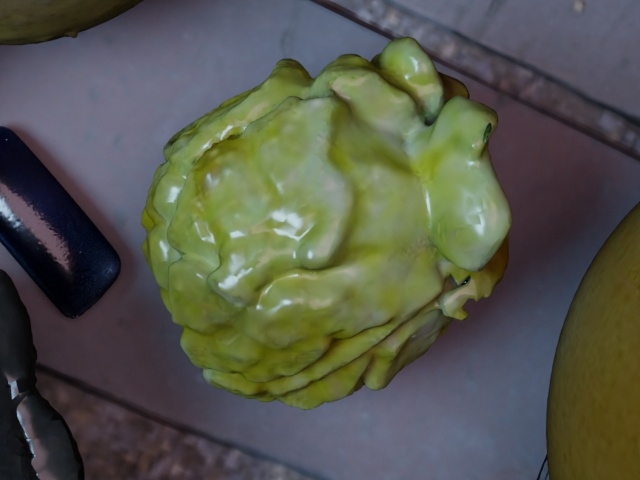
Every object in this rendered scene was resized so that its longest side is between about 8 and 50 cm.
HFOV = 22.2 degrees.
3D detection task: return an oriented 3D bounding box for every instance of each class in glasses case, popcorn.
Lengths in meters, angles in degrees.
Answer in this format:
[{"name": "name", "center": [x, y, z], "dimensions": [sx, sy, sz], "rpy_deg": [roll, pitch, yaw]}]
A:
[{"name": "glasses case", "center": [-0.114, -0.009, 0.652], "dimensions": [0.033, 0.023, 0.083], "rpy_deg": [-41, 97, -10]}, {"name": "popcorn", "center": [0.000, 0.000, 0.625], "dimensions": [0.135, 0.162, 0.141], "rpy_deg": [-45, 140, -41]}]

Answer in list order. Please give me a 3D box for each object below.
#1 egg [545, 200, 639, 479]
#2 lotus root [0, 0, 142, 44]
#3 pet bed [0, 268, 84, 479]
[{"name": "egg", "center": [0.230, 0.100, 0.613], "dimensions": [0.322, 0.250, 0.250], "rpy_deg": [45, 79, -12]}, {"name": "lotus root", "center": [-0.116, -0.160, 0.592], "dimensions": [0.183, 0.183, 0.310], "rpy_deg": [42, 85, -8]}, {"name": "pet bed", "center": [-0.162, 0.122, 0.566], "dimensions": [0.183, 0.159, 0.211], "rpy_deg": [-23, 94, -13]}]
